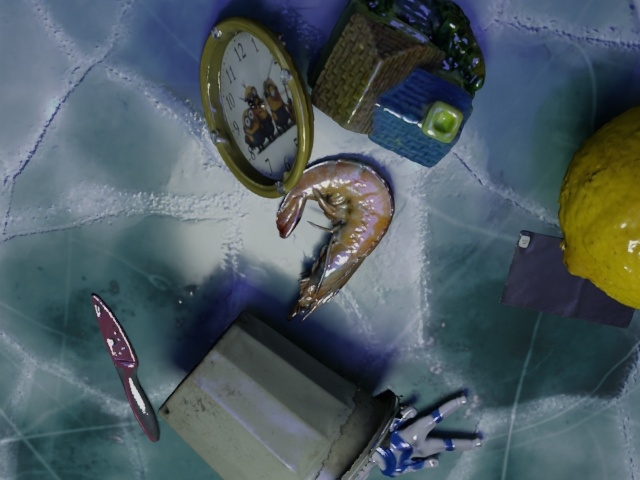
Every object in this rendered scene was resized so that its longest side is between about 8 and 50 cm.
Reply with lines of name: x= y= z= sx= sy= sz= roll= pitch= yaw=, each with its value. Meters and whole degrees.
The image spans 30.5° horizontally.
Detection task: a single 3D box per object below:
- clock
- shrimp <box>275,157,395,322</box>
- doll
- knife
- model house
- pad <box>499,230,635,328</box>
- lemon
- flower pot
clock: x=-0.071 y=-0.170 z=1.472 sx=0.057 sy=0.237 sz=0.237 roll=-21 pitch=115 yaw=-31
shrimp: x=0.000 y=-0.001 z=1.607 sx=0.143 sy=0.052 sz=0.251 roll=31 pitch=101 yaw=0
doll: x=0.116 y=0.297 z=1.718 sx=0.227 sy=0.057 sz=0.114 roll=-22 pitch=116 yaw=-1
knife: x=-0.278 y=0.186 z=1.693 sx=0.035 sy=0.018 sz=0.247 roll=-15 pitch=110 yaw=9
model house: x=0.108 y=-0.199 z=1.451 sx=0.214 sy=0.189 sz=0.195 roll=29 pitch=111 yaw=-10
pad: x=0.358 y=0.056 z=1.649 sx=0.193 sy=0.004 sz=0.116 roll=11 pitch=112 yaw=-5
lemon: x=0.450 y=-0.048 z=1.473 sx=0.322 sy=0.268 sz=0.268 roll=-24 pitch=110 yaw=12
flower pot: x=-0.064 y=0.240 z=1.601 sx=0.259 sy=0.290 sz=0.290 roll=41 pitch=107 yaw=-1
